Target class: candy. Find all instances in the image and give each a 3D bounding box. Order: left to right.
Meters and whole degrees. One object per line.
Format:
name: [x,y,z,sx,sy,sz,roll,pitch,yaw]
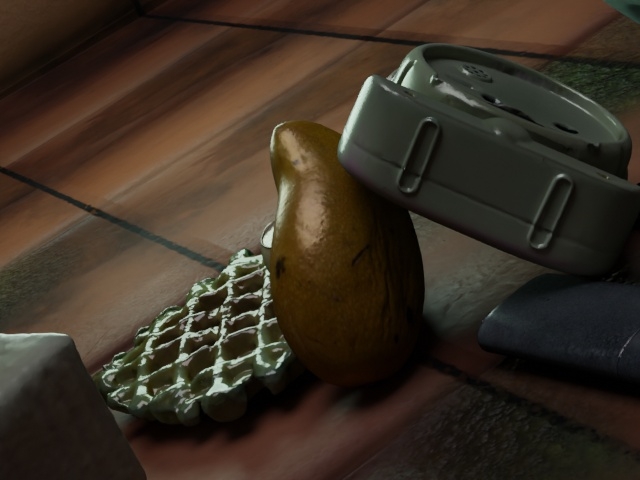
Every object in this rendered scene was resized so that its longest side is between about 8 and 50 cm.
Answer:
candy: [-0.314,0.248,1.304,0.145,0.208,0.359,-2,31,35]

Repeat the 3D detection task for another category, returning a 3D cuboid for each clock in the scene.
clock: [0.167,-0.093,1.455,0.265,0.109,0.324,22,21,4]

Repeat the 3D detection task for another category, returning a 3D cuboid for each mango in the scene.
mango: [0.022,0.007,1.431,0.157,0.262,0.109,1,-18,-35]

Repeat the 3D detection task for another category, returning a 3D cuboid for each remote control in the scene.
remote control: [0.281,0.079,1.219,0.107,0.044,0.377,-31,22,-29]

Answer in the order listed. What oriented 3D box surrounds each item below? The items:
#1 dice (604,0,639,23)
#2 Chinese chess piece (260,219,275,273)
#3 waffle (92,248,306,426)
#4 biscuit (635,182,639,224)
dice: [0.421,-0.364,1.652,0.265,0.262,0.268,-59,34,-3]
Chinese chess piece: [0.000,0.000,1.562,0.122,0.051,0.122,-21,19,7]
waffle: [-0.074,0.088,1.579,0.292,0.056,0.309,-1,30,46]
biscuit: [0.330,-0.044,1.463,0.089,0.027,0.087,-40,25,-31]
